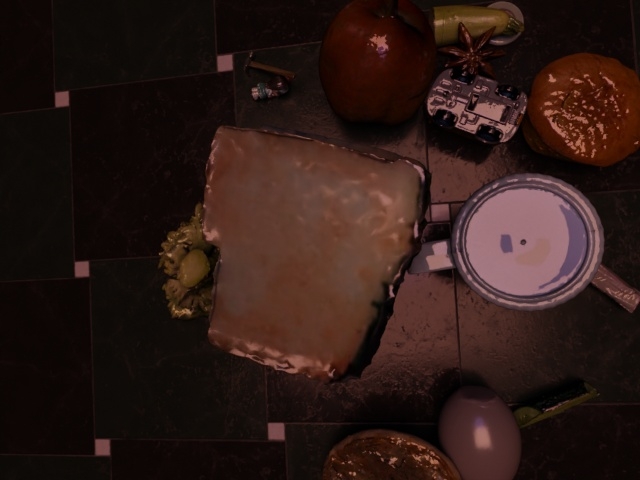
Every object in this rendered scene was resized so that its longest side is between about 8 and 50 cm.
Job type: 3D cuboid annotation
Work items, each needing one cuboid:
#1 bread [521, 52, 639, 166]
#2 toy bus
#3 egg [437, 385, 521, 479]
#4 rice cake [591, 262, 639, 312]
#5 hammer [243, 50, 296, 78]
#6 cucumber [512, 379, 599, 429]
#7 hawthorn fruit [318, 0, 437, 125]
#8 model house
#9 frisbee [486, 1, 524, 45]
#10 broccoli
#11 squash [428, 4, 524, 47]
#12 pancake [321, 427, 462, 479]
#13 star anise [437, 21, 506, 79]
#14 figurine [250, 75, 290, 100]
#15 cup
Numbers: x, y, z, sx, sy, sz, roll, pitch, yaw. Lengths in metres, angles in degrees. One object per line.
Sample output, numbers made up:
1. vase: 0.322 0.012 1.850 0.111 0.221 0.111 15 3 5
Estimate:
1. bread: 0.591 -0.290 0.935 0.269 0.146 0.268 0 88 4
2. toy bus: 0.353 -0.303 0.970 0.210 0.136 0.126 23 94 8
3. egg: 0.354 0.449 0.926 0.176 0.176 0.231 -5 88 8
4. rice cake: 0.632 0.065 0.964 0.270 0.049 0.055 40 113 8
5. hammer: -0.135 -0.444 1.076 0.182 0.017 0.062 29 95 30
6. cucumber: 0.539 0.380 0.961 0.220 0.070 0.046 -27 55 5
7. hawthorn fruit: 0.126 -0.411 0.925 0.268 0.301 0.267 0 65 -1
8. model house: 0.000 0.000 0.900 0.395 0.400 0.445 11 103 7
9. frisbee: 0.447 -0.539 1.026 0.110 0.014 0.110 0 88 8
10. broccoli: -0.293 0.056 0.997 0.248 0.245 0.288 -3 87 2
11. squash: 0.374 -0.514 0.996 0.224 0.094 0.094 3 89 8
12. pancake: 0.168 0.603 0.940 0.382 0.071 0.382 8 109 25
13. star anise: 0.357 -0.433 0.980 0.168 0.057 0.167 0 126 0
14. figurine: -0.132 -0.403 1.093 0.106 0.047 0.060 -12 45 13
15. cup: 0.368 -0.007 0.855 0.331 0.311 0.256 20 96 19
